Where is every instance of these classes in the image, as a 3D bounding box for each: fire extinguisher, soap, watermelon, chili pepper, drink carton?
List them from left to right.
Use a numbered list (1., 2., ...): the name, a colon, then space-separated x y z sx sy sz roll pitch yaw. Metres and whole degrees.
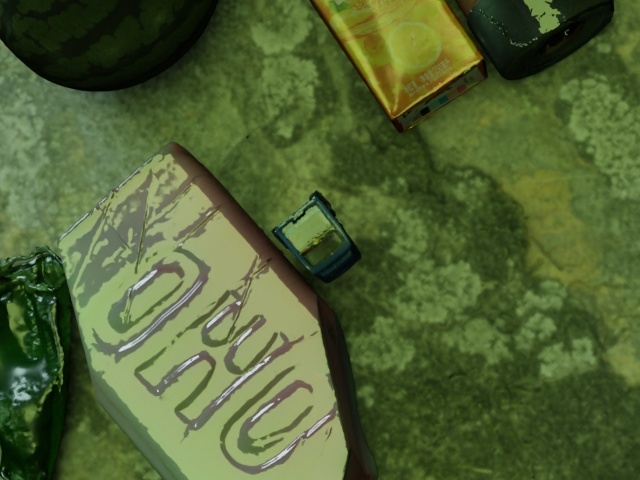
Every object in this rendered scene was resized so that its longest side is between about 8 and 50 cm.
1. chili pepper: -0.254 0.111 1.583 0.108 0.062 0.216 -4 81 17
2. watermelon: -0.181 -0.230 1.552 0.212 0.212 0.212 -1 81 7
3. soap: -0.079 0.103 1.537 0.193 0.109 0.324 -41 79 0
4. drink carton: 0.043 -0.209 1.587 0.096 0.071 0.223 -32 79 3
5. fire extinguisher: 0.126 -0.327 1.593 0.200 0.113 0.376 -24 77 -40

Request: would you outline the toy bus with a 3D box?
1. toy bus: 0.000 0.000 1.520 0.051 0.153 0.061 -41 85 0
